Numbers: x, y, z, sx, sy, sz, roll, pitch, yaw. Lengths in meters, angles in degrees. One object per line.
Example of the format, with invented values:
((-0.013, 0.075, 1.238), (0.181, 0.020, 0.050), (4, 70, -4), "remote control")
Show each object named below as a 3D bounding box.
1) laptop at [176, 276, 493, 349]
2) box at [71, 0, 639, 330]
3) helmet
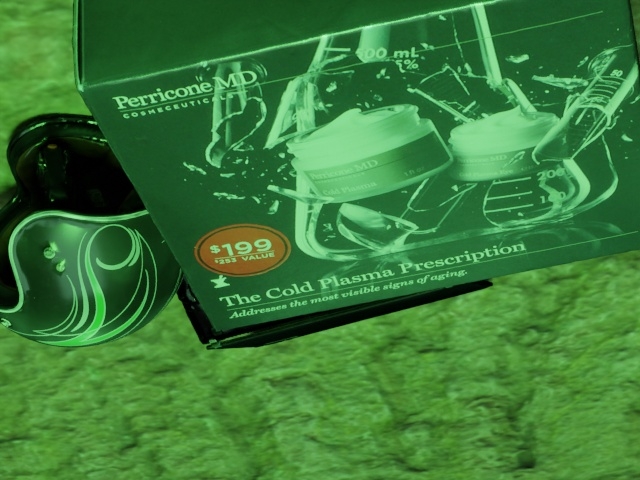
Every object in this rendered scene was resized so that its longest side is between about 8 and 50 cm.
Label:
((0.000, 0.000, 1.584), (0.234, 0.136, 0.264), (-16, 120, 14), "laptop")
((0.041, -0.114, 1.265), (0.343, 0.179, 0.312), (-12, 145, 9), "box")
((-0.186, 0.003, 1.427), (0.169, 0.169, 0.161), (4, 131, -14), "helmet")
